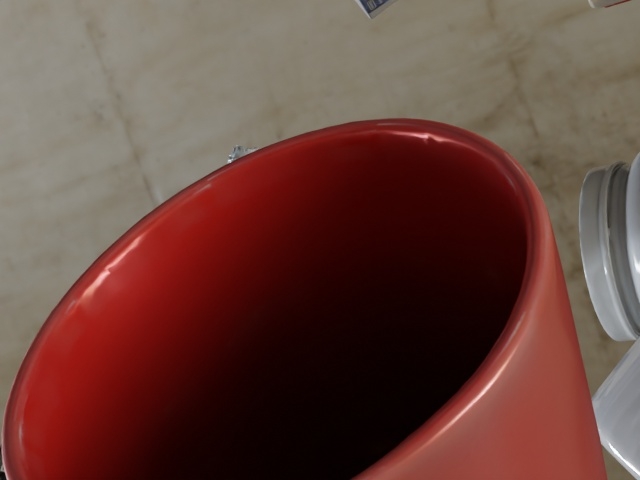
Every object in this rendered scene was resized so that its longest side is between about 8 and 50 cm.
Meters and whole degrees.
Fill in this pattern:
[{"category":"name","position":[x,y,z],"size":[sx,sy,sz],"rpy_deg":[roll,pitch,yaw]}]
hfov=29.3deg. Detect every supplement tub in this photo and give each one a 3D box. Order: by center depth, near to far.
[{"category":"supplement tub","position":[0.446,-0.007,1.254],"size":[0.316,0.228,0.228],"rpy_deg":[-10,-171,29]}]

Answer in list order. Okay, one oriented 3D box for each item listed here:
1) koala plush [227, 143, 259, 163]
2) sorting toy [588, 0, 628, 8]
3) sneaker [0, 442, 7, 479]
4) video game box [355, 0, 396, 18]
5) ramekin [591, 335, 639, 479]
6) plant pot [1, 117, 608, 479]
[{"category":"koala plush","position":[0.000,0.000,1.255],"size":[0.203,0.196,0.221],"rpy_deg":[-33,145,33]},{"category":"sorting toy","position":[0.435,-0.428,1.530],"size":[0.255,0.257,0.089],"rpy_deg":[-16,160,15]},{"category":"sneaker","position":[-0.242,0.236,1.185],"size":[0.276,0.135,0.097],"rpy_deg":[-21,-150,38]},{"category":"video game box","position":[0.096,-0.316,1.212],"size":[0.187,0.048,0.205],"rpy_deg":[-39,168,6]},{"category":"ramekin","position":[0.343,0.177,0.976],"size":[0.135,0.277,0.277],"rpy_deg":[-49,-177,5]},{"category":"plant pot","position":[0.022,0.115,0.614],"size":[0.275,0.243,0.275],"rpy_deg":[-21,-146,15]}]
